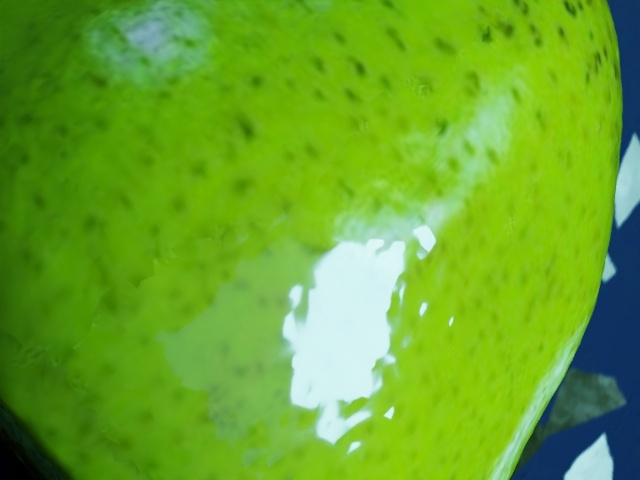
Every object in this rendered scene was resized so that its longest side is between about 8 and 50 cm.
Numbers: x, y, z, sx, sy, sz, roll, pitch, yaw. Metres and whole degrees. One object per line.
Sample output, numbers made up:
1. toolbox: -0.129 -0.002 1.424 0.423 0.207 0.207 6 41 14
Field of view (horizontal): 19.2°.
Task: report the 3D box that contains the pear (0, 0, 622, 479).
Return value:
1. pear: 0.000 0.000 0.757 0.318 0.238 0.342 -45 132 -16
